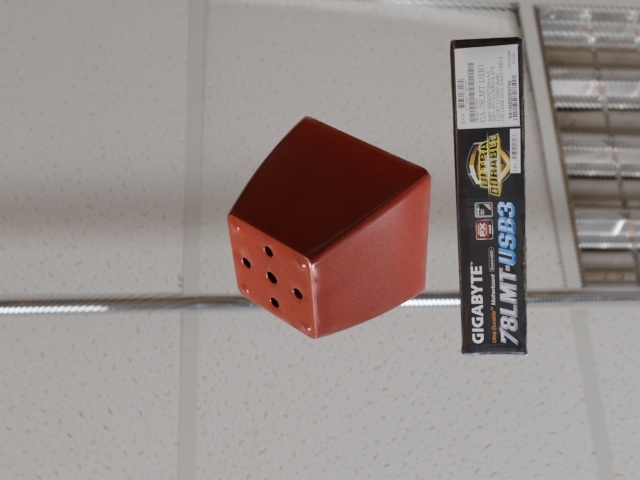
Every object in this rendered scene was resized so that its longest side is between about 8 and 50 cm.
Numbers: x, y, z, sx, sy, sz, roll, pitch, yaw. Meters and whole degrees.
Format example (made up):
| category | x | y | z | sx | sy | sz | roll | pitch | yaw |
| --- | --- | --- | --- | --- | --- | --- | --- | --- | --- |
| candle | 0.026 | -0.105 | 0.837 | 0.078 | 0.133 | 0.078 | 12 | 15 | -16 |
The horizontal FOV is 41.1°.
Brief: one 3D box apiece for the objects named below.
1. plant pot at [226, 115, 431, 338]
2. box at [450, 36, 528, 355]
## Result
| category | x | y | z | sx | sy | sz | roll | pitch | yaw |
| --- | --- | --- | --- | --- | --- | --- | --- | --- | --- |
| plant pot | 0.000 | 0.000 | 1.396 | 0.267 | 0.267 | 0.236 | 28 | -129 | 31 |
| box | 0.183 | -0.055 | 0.911 | 0.073 | 0.295 | 0.293 | 1 | -81 | 12 |
